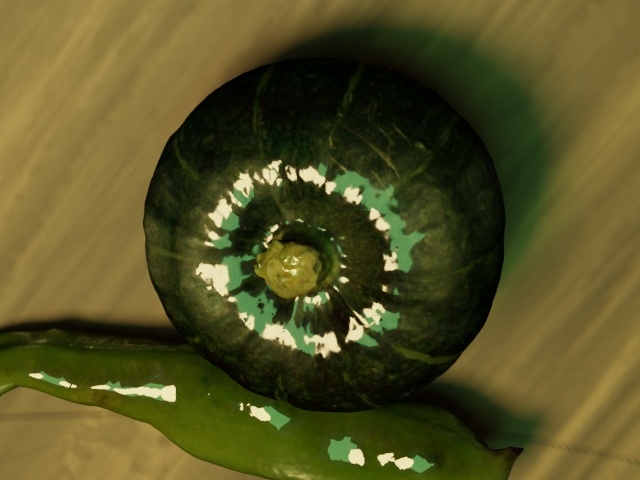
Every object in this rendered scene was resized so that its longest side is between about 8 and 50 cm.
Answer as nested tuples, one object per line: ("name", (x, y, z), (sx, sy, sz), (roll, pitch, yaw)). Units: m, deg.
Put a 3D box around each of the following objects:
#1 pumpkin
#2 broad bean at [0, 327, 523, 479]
("pumpkin", (0.001, -0.001, 0.843), (0.167, 0.125, 0.167), (8, 131, 9))
("broad bean", (-0.057, 0.091, 0.928), (0.318, 0.056, 0.098), (2, 125, 12))
